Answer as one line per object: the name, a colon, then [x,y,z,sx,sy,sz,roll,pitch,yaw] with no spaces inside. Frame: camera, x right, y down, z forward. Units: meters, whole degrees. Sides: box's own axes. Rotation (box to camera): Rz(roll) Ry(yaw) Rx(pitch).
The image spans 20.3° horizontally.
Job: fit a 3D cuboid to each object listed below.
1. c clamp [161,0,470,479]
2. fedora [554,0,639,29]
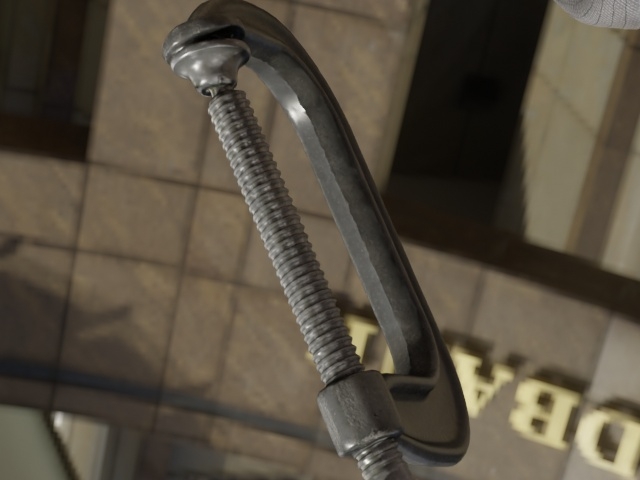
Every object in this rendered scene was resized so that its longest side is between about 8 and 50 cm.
c clamp: [0.000,0.000,0.455,0.137,0.022,0.160,21,-137,-61]
fedora: [0.146,-0.236,0.873,0.124,0.275,0.243,-22,-124,-3]
